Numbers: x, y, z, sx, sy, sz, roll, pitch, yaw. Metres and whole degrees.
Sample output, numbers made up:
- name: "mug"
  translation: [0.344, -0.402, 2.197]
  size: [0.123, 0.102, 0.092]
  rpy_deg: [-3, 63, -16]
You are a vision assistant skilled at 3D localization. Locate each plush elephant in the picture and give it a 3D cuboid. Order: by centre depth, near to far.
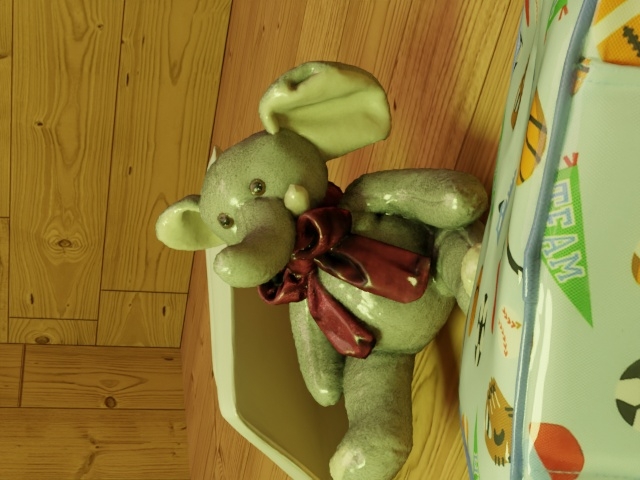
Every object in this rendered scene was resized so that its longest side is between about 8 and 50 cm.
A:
- name: "plush elephant"
  translation: [0.000, 0.000, 0.937]
  size: [0.272, 0.255, 0.330]
  rpy_deg: [-56, 22, 32]

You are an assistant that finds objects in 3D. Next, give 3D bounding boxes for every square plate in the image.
- name: "square plate"
  translation: [-0.042, 0.121, 1.176]
  size: [0.344, 0.049, 0.347]
  rpy_deg: [52, -158, -48]

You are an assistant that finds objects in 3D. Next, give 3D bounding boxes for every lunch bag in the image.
- name: "lunch bag"
  translation: [0.138, -0.026, 0.498]
  size: [0.243, 0.115, 0.303]
  rpy_deg: [-75, -7, -70]
